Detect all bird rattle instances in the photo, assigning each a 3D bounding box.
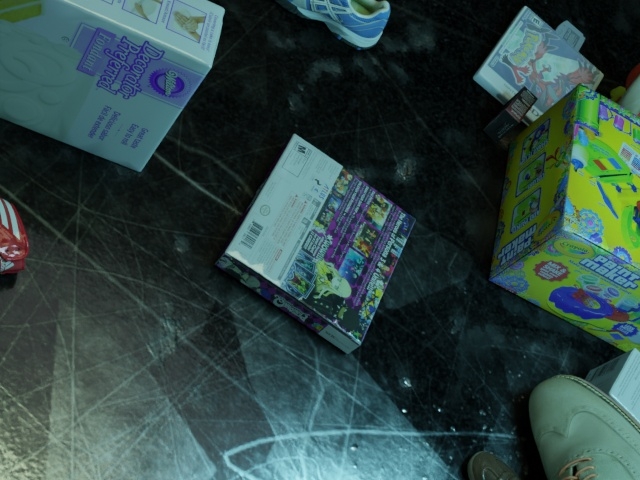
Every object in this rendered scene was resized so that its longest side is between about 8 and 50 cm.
[{"bbox_3d":[0.512,-0.232,1.784,0.143,0.207,0.253,44,38,22],"label":"bird rattle"}]

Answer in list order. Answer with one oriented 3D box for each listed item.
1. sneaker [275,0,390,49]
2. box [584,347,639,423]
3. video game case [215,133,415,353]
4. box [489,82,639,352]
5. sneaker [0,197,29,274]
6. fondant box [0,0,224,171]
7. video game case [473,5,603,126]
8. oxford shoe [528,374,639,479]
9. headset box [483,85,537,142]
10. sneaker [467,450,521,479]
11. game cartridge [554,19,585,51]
[{"bbox_3d":[0.009,-0.369,1.625,0.211,0.081,0.080,25,55,-15],"label":"sneaker"},{"bbox_3d":[0.416,0.224,1.515,0.087,0.101,0.102,44,52,-2],"label":"box"},{"bbox_3d":[0.000,0.000,1.433,0.210,0.042,0.232,34,52,-10],"label":"video game case"},{"bbox_3d":[0.432,-0.025,1.620,0.290,0.177,0.279,28,53,-16],"label":"box"},{"bbox_3d":[-0.380,0.029,1.161,0.128,0.087,0.221,21,56,-18],"label":"sneaker"},{"bbox_3d":[-0.309,-0.230,1.251,0.330,0.238,0.096,20,54,-20],"label":"fondant box"},{"bbox_3d":[0.365,-0.272,1.811,0.183,0.023,0.201,40,55,-6],"label":"video game case"},{"bbox_3d":[0.348,0.307,1.334,0.146,0.140,0.397,29,24,-39],"label":"oxford shoe"},{"bbox_3d":[0.295,-0.195,1.709,0.032,0.062,0.083,42,49,-2],"label":"headset box"},{"bbox_3d":[0.264,0.339,1.378,0.066,0.071,0.188,-32,83,-39],"label":"sneaker"},{"bbox_3d":[0.428,-0.347,1.907,0.056,0.017,0.083,42,50,-8],"label":"game cartridge"}]
